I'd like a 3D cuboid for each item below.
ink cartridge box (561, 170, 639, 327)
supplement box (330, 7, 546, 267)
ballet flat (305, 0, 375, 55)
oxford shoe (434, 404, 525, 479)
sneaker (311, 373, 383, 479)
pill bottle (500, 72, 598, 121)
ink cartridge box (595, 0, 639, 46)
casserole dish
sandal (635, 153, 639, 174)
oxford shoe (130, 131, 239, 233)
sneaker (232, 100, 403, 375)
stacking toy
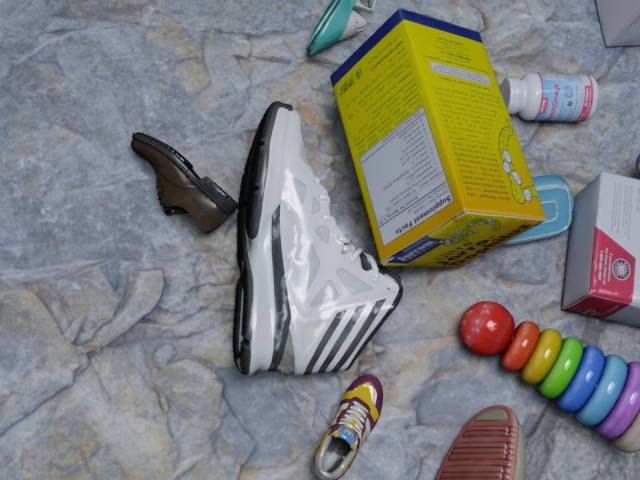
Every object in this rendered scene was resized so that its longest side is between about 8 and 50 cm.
[{"bbox_3d":[0.584,0.035,1.295,0.306,0.131,0.226,14,70,-3],"label":"ink cartridge box"},{"bbox_3d":[0.181,-0.156,1.237,0.195,0.194,0.356,3,64,-38],"label":"supplement box"},{"bbox_3d":[0.055,-0.437,1.425,0.087,0.083,0.247,26,73,-12],"label":"ballet flat"},{"bbox_3d":[0.250,0.449,1.147,0.146,0.140,0.397,32,63,-28],"label":"oxford shoe"},{"bbox_3d":[0.048,0.289,1.180,0.069,0.084,0.185,26,72,3],"label":"sneaker"},{"bbox_3d":[0.414,-0.262,1.398,0.160,0.087,0.087,0,72,-5],"label":"pill bottle"},{"bbox_3d":[0.689,-0.504,1.447,0.270,0.197,0.198,-4,73,-8],"label":"ink cartridge box"},{"bbox_3d":[0.358,-0.048,1.319,0.188,0.037,0.114,-10,107,-9],"label":"casserole dish"},{"bbox_3d":[0.703,-0.177,1.390,0.317,0.126,0.138,-12,70,-18],"label":"sandal"},{"bbox_3d":[-0.249,-0.097,1.281,0.227,0.083,0.096,41,91,17],"label":"oxford shoe"},{"bbox_3d":[0.000,0.001,1.254,0.257,0.169,0.447,6,76,-15],"label":"sneaker"},{"bbox_3d":[0.377,0.201,1.232,0.330,0.141,0.141,28,71,11],"label":"stacking toy"}]
